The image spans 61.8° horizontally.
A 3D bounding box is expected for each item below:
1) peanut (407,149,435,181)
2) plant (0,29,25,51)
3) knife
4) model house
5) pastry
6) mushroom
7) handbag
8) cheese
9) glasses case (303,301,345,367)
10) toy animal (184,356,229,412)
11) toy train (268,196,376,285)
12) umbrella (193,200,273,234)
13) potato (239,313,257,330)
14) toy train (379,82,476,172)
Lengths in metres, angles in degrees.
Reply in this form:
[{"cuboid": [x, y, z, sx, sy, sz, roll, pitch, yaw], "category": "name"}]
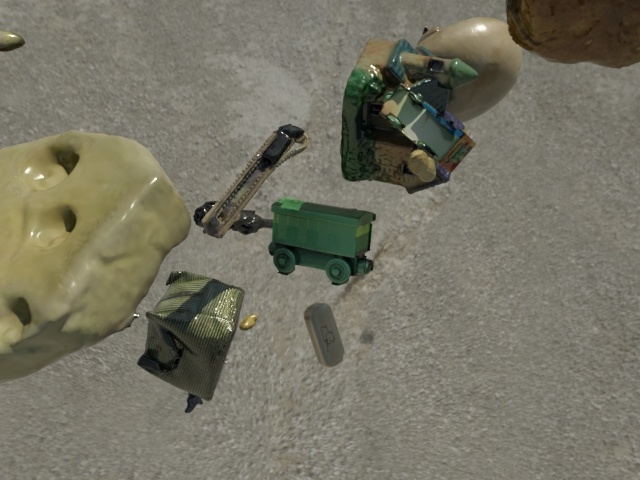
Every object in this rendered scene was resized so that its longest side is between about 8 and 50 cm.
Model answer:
[{"cuboid": [0.154, -0.113, 0.817, 0.037, 0.083, 0.037, -5, 79, 25], "category": "peanut"}, {"cuboid": [-0.501, -0.149, 0.578, 0.180, 0.333, 0.251, 47, 56, -34], "category": "plant"}, {"cuboid": [-0.157, -0.153, 1.307, 0.089, 0.043, 0.365, 38, 75, 3], "category": "knife"}, {"cuboid": [0.215, -0.284, 1.260, 0.280, 0.312, 0.245, 15, 54, 13], "category": "model house"}, {"cuboid": [0.441, -0.405, 0.829, 0.310, 0.255, 0.162, 10, 48, -4], "category": "pastry"}, {"cuboid": [0.354, -0.477, 1.458, 0.362, 0.362, 0.295, -17, 81, -12], "category": "mushroom"}, {"cuboid": [-0.363, 0.260, 1.507, 0.240, 0.341, 0.247, 18, 35, -5], "category": "handbag"}, {"cuboid": [-0.317, 0.003, 0.617, 0.326, 0.115, 0.318, -18, 49, 1], "category": "cheese"}, {"cuboid": [0.012, 0.277, 1.566, 0.083, 0.050, 0.196, -26, 106, -27], "category": "glasses case"}, {"cuboid": [-0.413, 0.400, 1.777, 0.205, 0.081, 0.367, 6, 38, -42], "category": "toy animal"}, {"cuboid": [0.000, 0.000, 1.419, 0.300, 0.120, 0.202, 11, 104, 25], "category": "toy train"}, {"cuboid": [-0.269, -0.068, 1.812, 0.340, 0.118, 0.118, 4, 64, -42], "category": "umbrella"}, {"cuboid": [-0.253, 0.291, 1.886, 0.045, 0.047, 0.092, 7, 28, 23], "category": "potato"}, {"cuboid": [0.185, -0.198, 0.933, 0.072, 0.099, 0.188, -52, 58, 19], "category": "toy train"}]
